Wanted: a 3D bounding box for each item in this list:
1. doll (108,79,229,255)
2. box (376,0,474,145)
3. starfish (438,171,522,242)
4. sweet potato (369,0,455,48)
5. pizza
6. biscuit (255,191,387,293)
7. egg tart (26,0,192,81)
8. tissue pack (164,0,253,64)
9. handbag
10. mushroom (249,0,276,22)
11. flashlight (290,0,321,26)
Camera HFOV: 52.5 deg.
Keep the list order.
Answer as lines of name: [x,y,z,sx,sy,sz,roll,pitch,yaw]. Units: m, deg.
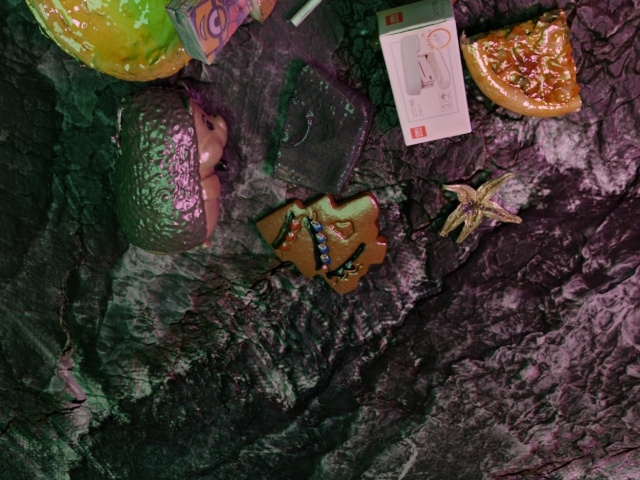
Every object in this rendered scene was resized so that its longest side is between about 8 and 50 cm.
doll: [-0.301,-0.141,1.321,0.247,0.247,0.350,1,118,7]
box: [0.195,-0.299,1.179,0.134,0.079,0.269,-9,140,13]
starfish: [0.337,-0.071,1.377,0.216,0.050,0.223,24,135,-16]
sweet potato: [0.187,-0.420,1.153,0.077,0.077,0.243,36,127,-16]
pizza: [0.388,-0.325,1.174,0.292,0.058,0.197,25,111,-22]
biscuit: [0.000,0.001,1.473,0.301,0.043,0.278,9,124,1]
egg tart: [-0.355,-0.455,1.160,0.345,0.132,0.346,3,124,4]
tissue pack: [-0.184,-0.390,1.090,0.060,0.148,0.109,22,156,22]
handbag: [0.002,-0.211,1.316,0.175,0.089,0.271,23,124,2]
mushroom: [-0.140,-0.489,1.136,0.072,0.094,0.210,2,138,54]
flashlight: [-0.021,-0.432,1.199,0.018,0.018,0.083,42,119,-20]
